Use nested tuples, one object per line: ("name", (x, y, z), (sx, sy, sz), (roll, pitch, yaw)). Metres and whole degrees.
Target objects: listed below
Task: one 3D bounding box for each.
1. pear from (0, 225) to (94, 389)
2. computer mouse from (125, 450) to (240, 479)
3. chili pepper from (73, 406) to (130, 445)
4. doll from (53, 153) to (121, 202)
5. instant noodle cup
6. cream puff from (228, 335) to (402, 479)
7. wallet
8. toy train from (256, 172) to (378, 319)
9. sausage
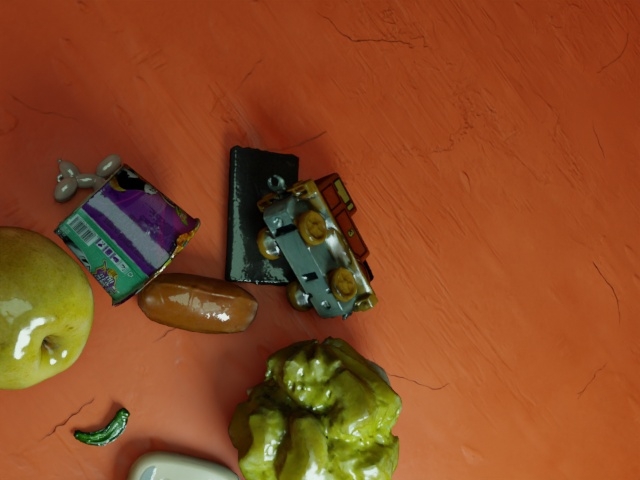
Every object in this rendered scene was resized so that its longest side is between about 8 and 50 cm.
("pear", (-0.587, 0.124, 1.268), (0.315, 0.314, 0.314), (3, 80, -17))
("computer mouse", (-0.286, 0.519, 1.402), (0.237, 0.082, 0.145), (17, 76, -16))
("chili pepper", (-0.446, 0.394, 1.404), (0.118, 0.035, 0.055), (-25, 76, -10))
("doll", (-0.495, -0.117, 1.463), (0.160, 0.059, 0.160), (-25, 89, -21))
("instant noodle cup", (-0.396, -0.021, 1.358), (0.190, 0.251, 0.251), (47, 70, -17))
("cream puff", (-0.011, 0.354, 1.381), (0.379, 0.378, 0.275), (-22, 124, -19))
("wallet", (-0.134, -0.056, 1.572), (0.171, 0.044, 0.320), (4, 79, -20))
("toy train", (0.000, 0.000, 1.523), (0.232, 0.163, 0.369), (-43, 109, -46))
("sausage", (-0.261, 0.136, 1.455), (0.259, 0.133, 0.133), (13, 77, -15))
